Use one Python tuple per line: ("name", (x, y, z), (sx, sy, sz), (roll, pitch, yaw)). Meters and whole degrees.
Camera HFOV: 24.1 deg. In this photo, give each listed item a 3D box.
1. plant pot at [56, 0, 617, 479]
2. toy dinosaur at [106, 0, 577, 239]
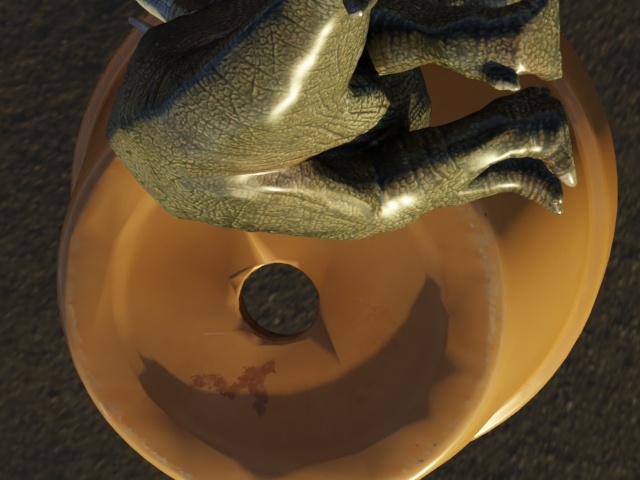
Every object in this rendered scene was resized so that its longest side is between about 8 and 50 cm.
("plant pot", (0.000, 0.000, 0.732), (0.291, 0.203, 0.290), (2, 106, 9))
("toy dinosaur", (-0.004, -0.042, 0.488), (0.160, 0.313, 0.121), (-12, 104, 4))
